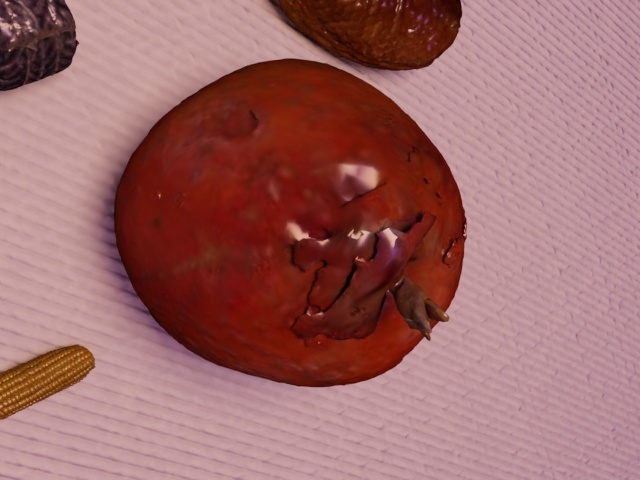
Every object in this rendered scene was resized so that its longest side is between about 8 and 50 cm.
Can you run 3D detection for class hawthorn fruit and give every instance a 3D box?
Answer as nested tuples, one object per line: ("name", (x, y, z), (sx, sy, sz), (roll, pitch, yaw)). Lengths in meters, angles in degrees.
("hawthorn fruit", (0.000, 0.000, 0.575), (0.276, 0.307, 0.276), (-12, 112, -32))

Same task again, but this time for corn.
("corn", (-0.228, 0.112, 0.587), (0.092, 0.037, 0.037), (-23, 104, -31))

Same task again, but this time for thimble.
("thimble", (-0.235, -0.167, 0.542), (0.104, 0.095, 0.066), (43, 54, 12))

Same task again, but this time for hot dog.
("hot dog", (0.044, -0.261, 0.704), (0.227, 0.099, 0.160), (38, 73, -28))
